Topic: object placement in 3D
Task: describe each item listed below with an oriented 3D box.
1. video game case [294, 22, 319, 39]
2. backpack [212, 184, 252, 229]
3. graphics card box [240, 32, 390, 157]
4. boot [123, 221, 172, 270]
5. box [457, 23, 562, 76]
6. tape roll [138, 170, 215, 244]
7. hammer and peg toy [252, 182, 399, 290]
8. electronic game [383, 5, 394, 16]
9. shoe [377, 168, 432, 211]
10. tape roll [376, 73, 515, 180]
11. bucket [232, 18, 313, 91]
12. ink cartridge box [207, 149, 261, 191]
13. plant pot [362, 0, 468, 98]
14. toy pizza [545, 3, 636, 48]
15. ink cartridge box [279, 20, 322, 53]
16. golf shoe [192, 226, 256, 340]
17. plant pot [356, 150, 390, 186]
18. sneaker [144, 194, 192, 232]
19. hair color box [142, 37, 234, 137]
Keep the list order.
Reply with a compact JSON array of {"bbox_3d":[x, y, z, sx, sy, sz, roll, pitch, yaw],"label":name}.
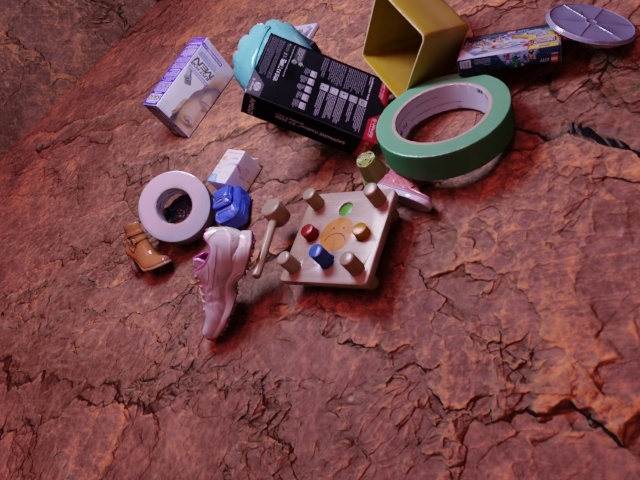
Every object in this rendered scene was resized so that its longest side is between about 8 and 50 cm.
[{"bbox_3d":[-0.115,-0.731,1.966,0.173,0.022,0.190,11,66,40],"label":"video game case"},{"bbox_3d":[-0.268,-0.093,1.551,0.098,0.101,0.120,-25,51,27],"label":"backpack"},{"bbox_3d":[-0.006,-0.392,1.434,0.094,0.371,0.233,126,162,-62],"label":"graphics card box"},{"bbox_3d":[-0.544,0.015,1.626,0.197,0.073,0.152,-4,100,35],"label":"boot"},{"bbox_3d":[0.467,-0.471,1.296,0.233,0.044,0.159,0,38,26],"label":"box"},{"bbox_3d":[-0.436,-0.098,1.608,0.219,0.072,0.219,0,82,2],"label":"tape roll"},{"bbox_3d":[0.000,0.000,1.277,0.361,0.127,0.266,-2,58,38],"label":"hammer and peg toy"},{"bbox_3d":[0.242,-0.620,1.501,0.229,0.229,0.048,-30,73,13],"label":"electronic game"},{"bbox_3d":[0.213,-0.130,1.265,0.178,0.063,0.081,28,81,49],"label":"shoe"},{"bbox_3d":[0.297,-0.280,1.268,0.321,0.077,0.321,-16,44,15],"label":"tape roll"},{"bbox_3d":[-0.123,-0.521,1.652,0.281,0.281,0.183,-37,50,7],"label":"bucket"},{"bbox_3d":[-0.263,-0.214,1.642,0.092,0.090,0.143,13,68,41],"label":"ink cartridge box"},{"bbox_3d":[0.260,-0.534,1.399,0.187,0.212,0.212,-22,63,-21],"label":"plant pot"},{"bbox_3d":[0.623,-0.493,1.221,0.201,0.032,0.201,2,47,-2],"label":"toy pizza"},{"bbox_3d":[-0.153,-0.690,1.907,0.176,0.069,0.371,-42,42,1],"label":"ink cartridge box"},{"bbox_3d":[-0.262,0.103,1.313,0.115,0.140,0.306,-118,46,-72],"label":"golf shoe"},{"bbox_3d":[0.132,-0.186,1.353,0.083,0.079,0.083,-19,49,23],"label":"plant pot"},{"bbox_3d":[-0.455,-0.087,1.689,0.221,0.087,0.083,-21,83,0],"label":"sneaker"},{"bbox_3d":[-0.494,-0.582,2.006,0.110,0.185,0.339,18,71,40],"label":"hair color box"}]
